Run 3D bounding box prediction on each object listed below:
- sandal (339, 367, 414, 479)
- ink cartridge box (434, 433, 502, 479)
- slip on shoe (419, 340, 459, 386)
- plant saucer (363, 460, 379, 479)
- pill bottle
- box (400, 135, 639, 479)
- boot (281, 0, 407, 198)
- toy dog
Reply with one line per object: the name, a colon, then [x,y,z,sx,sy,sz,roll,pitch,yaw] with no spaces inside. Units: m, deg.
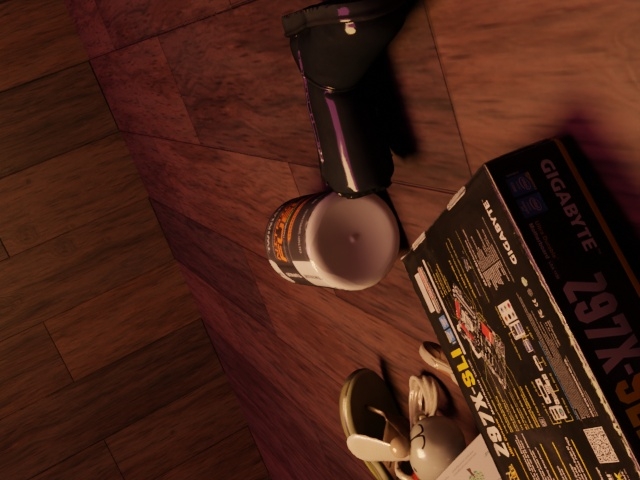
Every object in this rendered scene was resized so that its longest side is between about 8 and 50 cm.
sandal: [0.130,0.338,1.176,0.086,0.120,0.303,-25,94,43]
ink cartridge box: [0.255,0.358,0.762,0.065,0.165,0.333,22,-157,-50]
slip on shoe: [0.169,0.148,0.900,0.041,0.051,0.135,-70,23,8]
plant saucer: [0.103,0.377,1.370,0.241,0.037,0.241,51,157,32]
pill bottle: [0.000,0.000,1.007,0.130,0.130,0.245,66,161,-8]
box: [0.197,0.108,0.646,0.257,0.079,0.322,111,137,-70]
boot: [0.040,-0.147,0.759,0.246,0.094,0.207,-150,41,-69]
toy dog: [0.078,0.356,1.002,0.220,0.161,0.334,-116,31,-68]
